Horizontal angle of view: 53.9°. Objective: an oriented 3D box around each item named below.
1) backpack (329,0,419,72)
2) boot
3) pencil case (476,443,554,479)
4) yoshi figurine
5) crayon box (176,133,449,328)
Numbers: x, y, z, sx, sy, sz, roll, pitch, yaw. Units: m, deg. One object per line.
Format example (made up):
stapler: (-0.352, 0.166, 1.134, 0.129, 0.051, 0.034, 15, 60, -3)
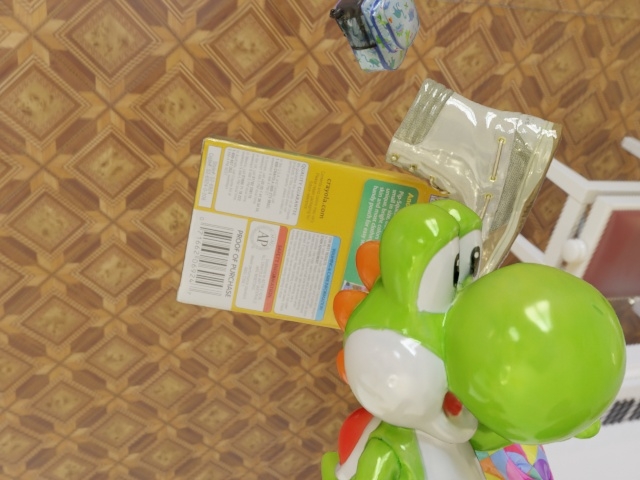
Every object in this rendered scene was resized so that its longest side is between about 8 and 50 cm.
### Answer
backpack: (0.082, -0.287, 0.845, 0.105, 0.084, 0.114, -61, 140, -31)
boot: (0.145, -0.053, 0.690, 0.165, 0.077, 0.213, 25, 110, 14)
pencil case: (0.122, 0.259, 0.646, 0.104, 0.104, 0.236, 30, 121, -34)
yoshi figurine: (0.102, 0.158, 0.428, 0.203, 0.203, 0.362, 2, 104, 1)
crayon box: (0.000, 0.000, 0.792, 0.323, 0.083, 0.203, 11, 101, -6)
